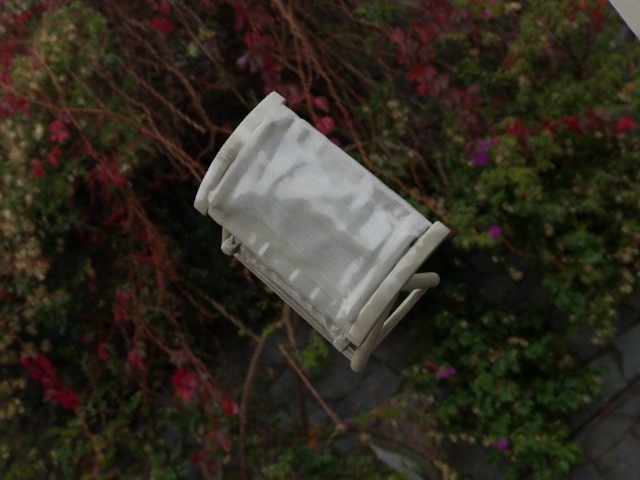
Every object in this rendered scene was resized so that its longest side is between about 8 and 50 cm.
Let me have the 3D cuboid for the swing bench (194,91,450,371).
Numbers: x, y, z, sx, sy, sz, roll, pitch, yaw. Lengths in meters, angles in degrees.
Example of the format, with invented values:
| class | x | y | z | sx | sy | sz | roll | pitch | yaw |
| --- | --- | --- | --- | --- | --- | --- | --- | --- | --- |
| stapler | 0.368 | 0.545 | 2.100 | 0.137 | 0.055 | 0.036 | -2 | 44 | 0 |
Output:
| class | x | y | z | sx | sy | sz | roll | pitch | yaw |
| --- | --- | --- | --- | --- | --- | --- | --- | --- | --- |
| swing bench | 0.000 | 0.000 | 1.068 | 0.165 | 0.253 | 0.254 | -48 | -15 | -8 |

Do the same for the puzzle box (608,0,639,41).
| class | x | y | z | sx | sy | sz | roll | pitch | yaw |
| --- | --- | --- | --- | --- | --- | --- | --- | --- | --- |
| puzzle box | 0.132 | -0.256 | 0.523 | 0.052 | 0.272 | 0.409 | -38 | 3 | 27 |
